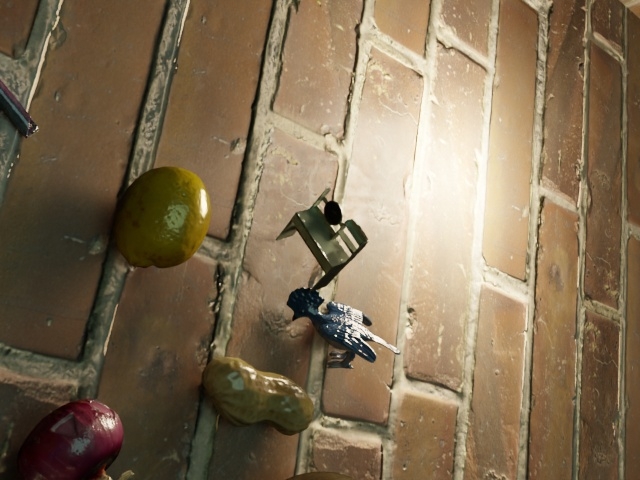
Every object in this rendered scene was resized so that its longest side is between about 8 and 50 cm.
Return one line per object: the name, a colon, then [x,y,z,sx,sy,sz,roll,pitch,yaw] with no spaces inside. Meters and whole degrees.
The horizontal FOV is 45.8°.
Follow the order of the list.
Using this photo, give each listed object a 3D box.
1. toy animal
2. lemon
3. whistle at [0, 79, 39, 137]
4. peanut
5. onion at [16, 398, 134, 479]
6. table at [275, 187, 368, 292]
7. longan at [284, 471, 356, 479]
toy animal: [0.051,0.195,1.652,0.256,0.239,0.176,3,109,1]
lemon: [-0.293,-0.041,1.416,0.170,0.170,0.207,28,65,-32]
whistle: [-0.562,-0.258,1.327,0.176,0.033,0.033,54,53,-16]
peanut: [-0.120,0.319,1.510,0.275,0.111,0.125,28,68,-32]
onion: [-0.403,0.343,1.232,0.177,0.177,0.153,-1,55,-40]
table: [0.000,0.000,1.608,0.062,0.175,0.146,-17,66,-43]
longan: [-0.003,0.552,1.472,0.246,0.246,0.215,-10,56,-40]
